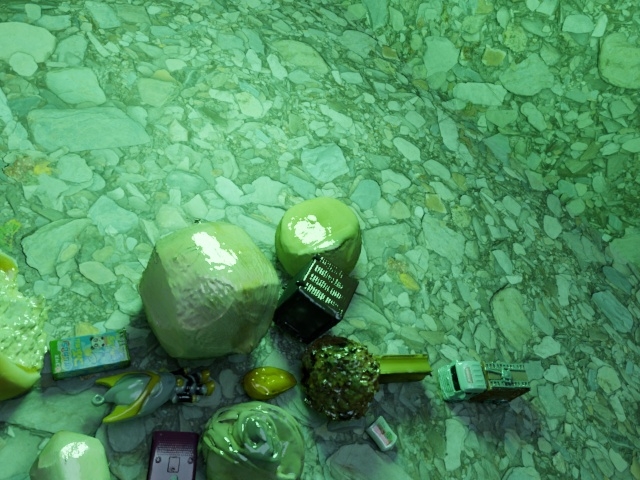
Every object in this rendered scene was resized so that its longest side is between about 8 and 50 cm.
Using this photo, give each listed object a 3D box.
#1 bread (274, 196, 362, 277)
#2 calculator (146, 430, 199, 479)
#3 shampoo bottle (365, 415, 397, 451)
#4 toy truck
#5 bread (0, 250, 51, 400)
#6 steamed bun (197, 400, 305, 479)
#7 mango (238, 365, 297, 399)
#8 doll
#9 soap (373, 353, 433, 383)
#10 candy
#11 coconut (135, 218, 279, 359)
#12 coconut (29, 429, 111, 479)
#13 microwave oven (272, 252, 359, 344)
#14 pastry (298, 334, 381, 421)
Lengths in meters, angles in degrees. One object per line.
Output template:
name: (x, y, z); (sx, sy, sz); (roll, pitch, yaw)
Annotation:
bread: (-0.003, 0.008, 1.773); (0.321, 0.237, 0.320); (9, 44, -9)
calculator: (-0.387, 0.601, 1.313); (0.127, 0.034, 0.190); (12, 56, -22)
shampoo bottle: (0.198, 0.618, 1.588); (0.072, 0.043, 0.099); (-30, 76, -37)
toy truck: (0.587, 0.500, 1.784); (0.306, 0.162, 0.136); (8, 57, -22)
bread: (-0.854, 0.202, 1.243); (0.245, 0.329, 0.423); (-29, 71, 6)
steamed bun: (-0.168, 0.553, 1.344); (0.280, 0.207, 0.267); (-10, 65, -34)
mango: (-0.159, 0.431, 1.519); (0.188, 0.066, 0.101); (1, 51, -32)
doll: (-0.450, 0.412, 1.363); (0.317, 0.103, 0.145); (1, 55, -32)
soap: (0.245, 0.433, 1.675); (0.234, 0.135, 0.076); (6, 57, -24)
candy: (-0.625, 0.310, 1.364); (0.195, 0.062, 0.097); (-5, 63, -28)
coconut: (-0.299, 0.170, 1.421); (0.405, 0.404, 0.404); (13, 55, -19)
coconut: (-0.584, 0.536, 1.176); (0.171, 0.171, 0.182); (-9, 66, -31)
microwave oven: (-0.029, 0.192, 1.586); (0.178, 0.247, 0.188); (38, 50, -5)
pastry: (0.052, 0.413, 1.514); (0.275, 0.193, 0.274); (-3, 72, 9)
